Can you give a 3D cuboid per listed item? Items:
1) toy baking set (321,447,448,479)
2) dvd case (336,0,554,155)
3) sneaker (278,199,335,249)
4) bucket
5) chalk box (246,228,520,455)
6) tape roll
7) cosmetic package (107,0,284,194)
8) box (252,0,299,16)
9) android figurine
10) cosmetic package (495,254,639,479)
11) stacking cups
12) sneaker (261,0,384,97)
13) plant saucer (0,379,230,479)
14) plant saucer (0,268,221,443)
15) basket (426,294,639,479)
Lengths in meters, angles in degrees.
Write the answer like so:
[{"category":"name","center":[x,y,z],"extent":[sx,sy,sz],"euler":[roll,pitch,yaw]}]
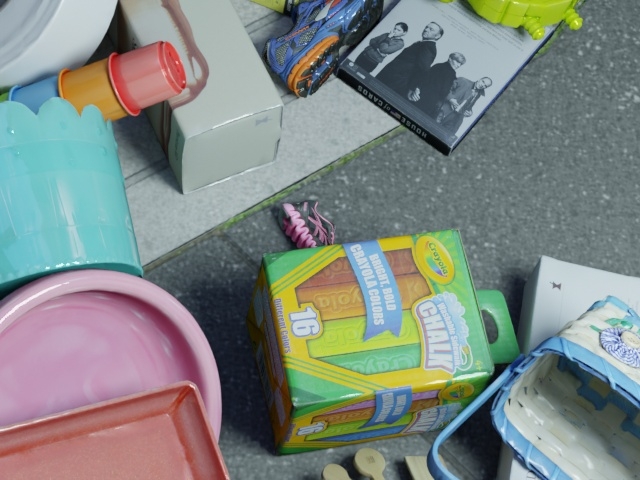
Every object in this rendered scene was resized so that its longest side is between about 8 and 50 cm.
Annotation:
[{"category":"toy baking set","center":[0.086,0.324,1.680],"extent":[0.196,0.030,0.256],"euler":[16,41,-8]},{"category":"dvd case","center":[0.161,-0.241,2.006],"extent":[0.179,0.029,0.239],"euler":[37,64,10]},{"category":"sneaker","center":[0.000,0.000,1.861],"extent":[0.057,0.047,0.119],"euler":[-20,69,-29]},{"category":"bucket","center":[-0.330,-0.015,1.695],"extent":[0.281,0.281,0.183],"euler":[-13,75,-14]},{"category":"chalk box","center":[0.081,0.109,1.741],"extent":[0.288,0.179,0.180],"euler":[-9,66,-12]},{"category":"tape roll","center":[-0.378,-0.305,1.841],"extent":[0.286,0.100,0.286],"euler":[-5,78,24]},{"category":"cosmetic package","center":[-0.164,-0.226,1.885],"extent":[0.129,0.153,0.296],"euler":[-21,68,-16]},{"category":"box","center":[-0.125,-0.372,2.012],"extent":[0.232,0.058,0.087],"euler":[23,64,3]},{"category":"android figurine","center":[0.237,-0.367,2.038],"extent":[0.248,0.056,0.273],"euler":[-20,62,-29]},{"category":"cosmetic package","center":[0.350,0.228,1.769],"extent":[0.284,0.097,0.377],"euler":[14,63,-3]},{"category":"stacking cups","center":[-0.304,-0.141,1.773],"extent":[0.316,0.096,0.096],"euler":[-18,64,17]},{"category":"sneaker","center":[0.009,-0.280,1.978],"extent":[0.087,0.083,0.221],"euler":[33,61,17]},{"category":"plant saucer","center":[-0.199,0.289,1.545],"extent":[0.259,0.047,0.258],"euler":[-11,74,-37]},{"category":"plant saucer","center":[-0.259,0.189,1.624],"extent":[0.332,0.084,0.332],"euler":[-7,102,-37]},{"category":"basket","center":[0.275,0.208,1.604],"extent":[0.254,0.201,0.289],"euler":[36,56,10]}]
